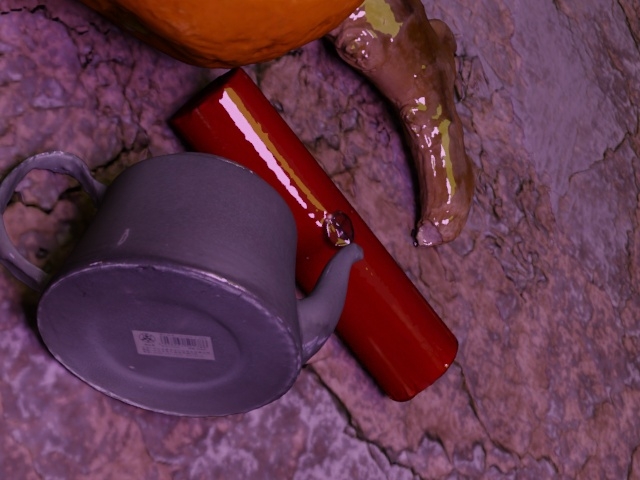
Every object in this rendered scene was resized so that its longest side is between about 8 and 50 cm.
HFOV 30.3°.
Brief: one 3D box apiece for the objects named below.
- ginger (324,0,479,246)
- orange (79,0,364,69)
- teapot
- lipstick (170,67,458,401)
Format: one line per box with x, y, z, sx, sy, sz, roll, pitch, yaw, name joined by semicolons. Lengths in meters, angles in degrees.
0.059;-0.159;0.987;0.148;0.081;0.333;-31;97;-59;ginger
-0.073;-0.239;0.773;0.261;0.261;0.261;15;65;-37;orange
-0.091;0.006;0.755;0.239;0.162;0.149;14;52;-4;teapot
0.001;-0.001;0.879;0.279;0.073;0.073;51;49;-16;lipstick
